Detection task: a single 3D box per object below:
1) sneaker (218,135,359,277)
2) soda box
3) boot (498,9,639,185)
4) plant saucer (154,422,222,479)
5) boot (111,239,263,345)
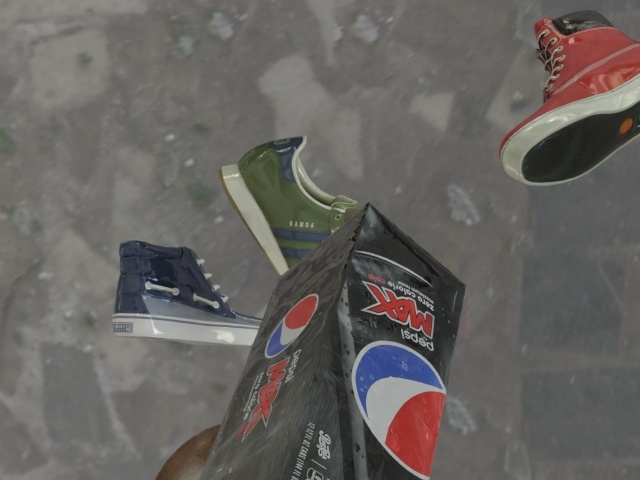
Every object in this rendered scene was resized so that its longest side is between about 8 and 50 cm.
[{"bbox_3d":[0.000,0.000,1.055,0.086,0.064,0.192,-32,98,6],"label":"sneaker"},{"bbox_3d":[0.003,0.063,0.425,0.053,0.169,0.060,40,126,-16],"label":"soda box"},{"bbox_3d":[0.251,-0.161,1.359,0.176,0.244,0.088,44,151,35],"label":"boot"},{"bbox_3d":[-0.065,0.268,1.185,0.198,0.036,0.198,2,86,-22],"label":"plant saucer"},{"bbox_3d":[-0.110,0.051,1.161,0.069,0.190,0.086,-3,81,35],"label":"boot"}]
